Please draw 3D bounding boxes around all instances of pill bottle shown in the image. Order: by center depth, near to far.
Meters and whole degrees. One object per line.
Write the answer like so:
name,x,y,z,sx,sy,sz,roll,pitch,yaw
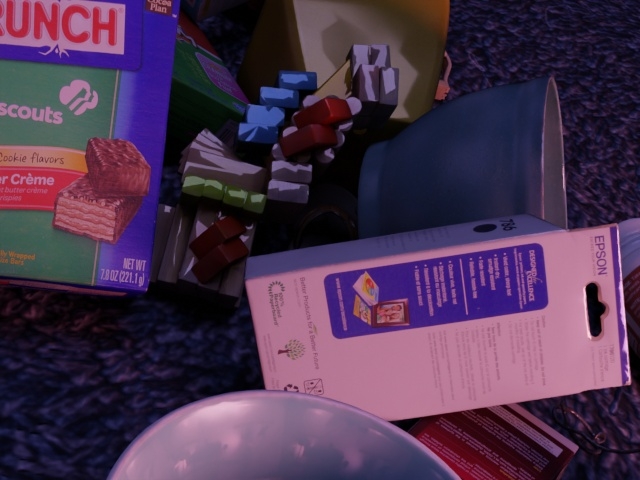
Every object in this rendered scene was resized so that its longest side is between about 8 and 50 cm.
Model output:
pill bottle,0.391,0.079,1.424,0.121,0.121,0.216,-4,44,-29

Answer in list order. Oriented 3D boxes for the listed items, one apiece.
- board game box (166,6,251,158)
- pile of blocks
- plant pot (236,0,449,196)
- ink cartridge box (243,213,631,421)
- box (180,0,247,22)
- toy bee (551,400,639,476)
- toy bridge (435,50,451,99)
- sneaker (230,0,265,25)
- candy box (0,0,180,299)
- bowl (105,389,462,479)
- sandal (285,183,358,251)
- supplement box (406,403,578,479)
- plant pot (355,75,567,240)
board game box,-0.221,-0.244,1.493,0.242,0.064,0.316,25,25,-49
pile of blocks,-0.050,-0.092,1.300,0.149,0.112,0.362,38,72,1
plant pot,0.028,-0.170,1.505,0.212,0.212,0.187,9,52,-16
ink cartridge box,0.106,0.074,1.163,0.333,0.165,0.065,-7,20,3
box,-0.073,-0.368,1.629,0.244,0.100,0.060,-31,72,-34
toy bee,0.338,0.232,1.157,0.298,0.162,0.195,54,26,19
toy bridge,0.148,-0.262,1.800,0.063,0.026,0.188,9,39,-25
sneaker,-0.147,-0.393,1.781,0.314,0.116,0.136,30,28,1
candy box,-0.280,-0.118,1.210,0.268,0.122,0.317,7,82,-16
bowl,-0.029,0.280,0.952,0.311,0.163,0.311,13,38,-10
sandal,0.000,0.000,1.388,0.090,0.060,0.219,25,38,5
supplement box,0.119,0.231,1.153,0.130,0.073,0.239,35,39,19
plant pot,0.149,-0.021,1.337,0.196,0.293,0.293,-1,35,15
